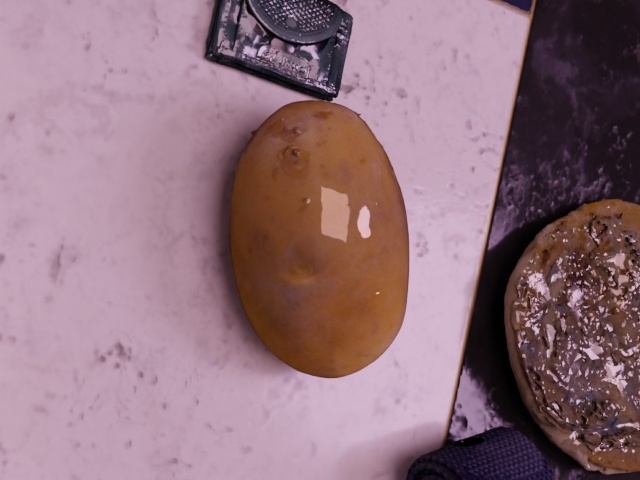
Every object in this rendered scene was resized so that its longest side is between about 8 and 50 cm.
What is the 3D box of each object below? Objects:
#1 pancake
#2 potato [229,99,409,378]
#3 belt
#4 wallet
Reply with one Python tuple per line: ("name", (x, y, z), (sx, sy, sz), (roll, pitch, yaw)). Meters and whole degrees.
("pancake", (0.286, 0.094, 1.447), (0.282, 0.049, 0.282), (2, 86, -30))
("potato", (0.000, 0.000, 1.252), (0.150, 0.146, 0.233), (-10, 92, 1))
("belt", (0.161, 0.284, 1.319), (0.126, 0.140, 0.230), (-14, 90, -33))
("wallet", (-0.032, -0.180, 1.301), (0.129, 0.026, 0.088), (17, 79, -28))
